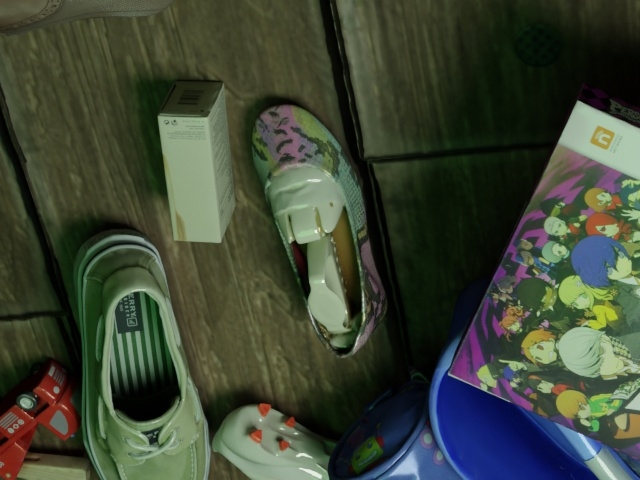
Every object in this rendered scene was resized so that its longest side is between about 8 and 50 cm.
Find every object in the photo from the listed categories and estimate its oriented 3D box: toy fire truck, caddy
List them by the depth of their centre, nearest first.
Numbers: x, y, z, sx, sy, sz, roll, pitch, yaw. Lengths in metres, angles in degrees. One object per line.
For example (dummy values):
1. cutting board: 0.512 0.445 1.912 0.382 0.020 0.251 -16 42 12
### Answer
1. caddy: 0.241 0.143 1.216 0.241 0.179 0.341 -36 112 29
2. toy fire truck: -0.260 0.203 1.423 0.135 0.047 0.192 42 120 -18

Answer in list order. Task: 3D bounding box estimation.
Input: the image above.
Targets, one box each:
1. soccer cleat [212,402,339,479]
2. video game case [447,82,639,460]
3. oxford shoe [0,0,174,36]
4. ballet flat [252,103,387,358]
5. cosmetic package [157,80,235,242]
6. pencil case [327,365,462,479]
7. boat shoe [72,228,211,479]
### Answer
1. soccer cleat: -0.005 0.206 1.377 0.196 0.068 0.076 33 143 -14
2. video game case: 0.225 0.037 1.051 0.210 0.042 0.232 25 119 4
3. oxford shoe: -0.100 -0.240 1.074 0.364 0.130 0.132 -15 153 11
4. ballet flat: 0.000 0.000 1.220 0.077 0.079 0.221 -9 122 17
5. cosmetic package: -0.095 -0.061 1.208 0.041 0.060 0.115 3 123 9
6. pencil case: 0.139 0.243 1.331 0.119 0.133 0.306 -36 113 24
7. boat shoe: -0.155 0.136 1.315 0.109 0.094 0.302 -13 123 -7
